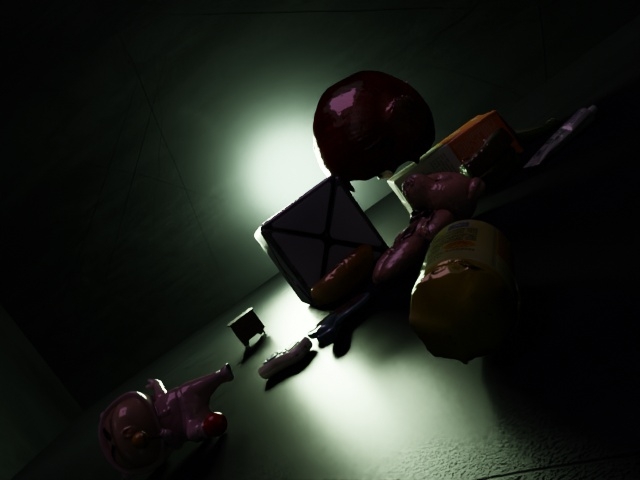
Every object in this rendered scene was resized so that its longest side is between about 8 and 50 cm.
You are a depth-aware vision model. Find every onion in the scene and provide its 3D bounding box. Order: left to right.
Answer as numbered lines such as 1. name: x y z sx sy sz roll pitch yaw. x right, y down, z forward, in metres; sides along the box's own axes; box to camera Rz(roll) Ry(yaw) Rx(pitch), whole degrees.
1. onion: 0.135 -0.304 2.021 0.341 0.341 0.341 -36 4 3

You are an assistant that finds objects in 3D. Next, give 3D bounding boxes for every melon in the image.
1. melon: 0.589 -0.296 2.053 0.114 0.053 0.262 -17 4 -11

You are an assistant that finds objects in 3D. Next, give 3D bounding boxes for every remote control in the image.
1. remote control: -0.071 0.232 1.480 0.122 0.032 0.074 -33 5 33

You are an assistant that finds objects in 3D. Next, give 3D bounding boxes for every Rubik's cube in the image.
1. Rubik's cube: 0.000 0.000 1.963 0.259 0.255 0.260 -37 4 -10

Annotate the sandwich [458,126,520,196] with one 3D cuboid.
1. sandwich: 0.384 -0.175 1.796 0.184 0.109 0.160 -38 7 -31

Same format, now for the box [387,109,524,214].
1. box: 0.369 -0.206 2.066 0.341 0.143 0.225 -35 4 4

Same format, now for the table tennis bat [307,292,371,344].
1. table tennis bat: 0.031 0.159 1.479 0.153 0.040 0.244 -35 0 13

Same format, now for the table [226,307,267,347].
1. table: -0.202 0.245 2.079 0.083 0.082 0.070 -37 4 -13

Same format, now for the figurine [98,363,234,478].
1. figurine: -0.297 0.330 1.385 0.287 0.176 0.186 -21 -17 16

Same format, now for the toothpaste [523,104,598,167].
1. toothpaste: 0.536 -0.229 1.649 0.218 0.041 0.064 -41 11 -13

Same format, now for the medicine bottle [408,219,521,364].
1. medicine bottle: 0.172 0.056 0.880 0.124 0.124 0.239 -35 5 18

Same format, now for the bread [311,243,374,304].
1. bread: 0.060 0.087 1.759 0.189 0.077 0.114 -38 -16 -11

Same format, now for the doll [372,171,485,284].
1. doll: 0.199 -0.043 1.564 0.303 0.156 0.201 -42 7 -23
